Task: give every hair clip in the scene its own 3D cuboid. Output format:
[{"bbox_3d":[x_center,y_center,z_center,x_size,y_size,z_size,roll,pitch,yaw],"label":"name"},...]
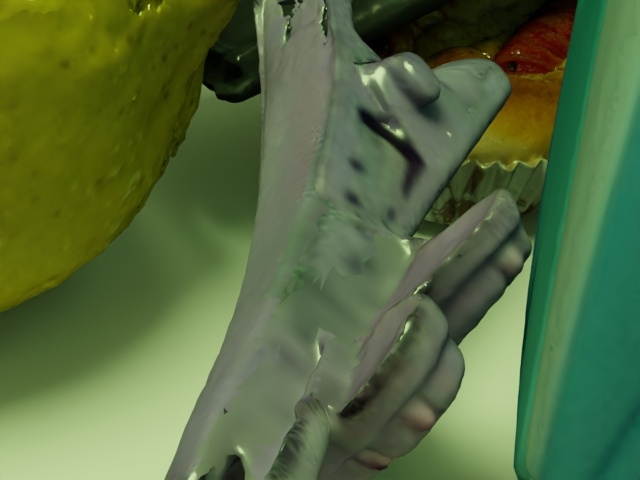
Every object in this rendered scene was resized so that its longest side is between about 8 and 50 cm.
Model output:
[{"bbox_3d":[0.011,0.005,0.564,0.090,0.137,0.278,35,39,-25],"label":"hair clip"}]

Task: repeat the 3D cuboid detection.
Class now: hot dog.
[{"bbox_3d":[0.091,-0.084,0.784,0.131,0.069,0.253,16,33,24],"label":"hot dog"}]

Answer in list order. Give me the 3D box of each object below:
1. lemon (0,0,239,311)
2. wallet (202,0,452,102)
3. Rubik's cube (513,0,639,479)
[{"bbox_3d":[-0.182,-0.094,0.613,0.310,0.258,0.258,0,31,-5],"label":"lemon"},{"bbox_3d":[0.049,-0.133,0.772,0.285,0.030,0.146,-25,23,-22],"label":"wallet"},{"bbox_3d":[0.259,-0.091,0.502,0.352,0.351,0.347,11,35,6],"label":"Rubik's cube"}]
